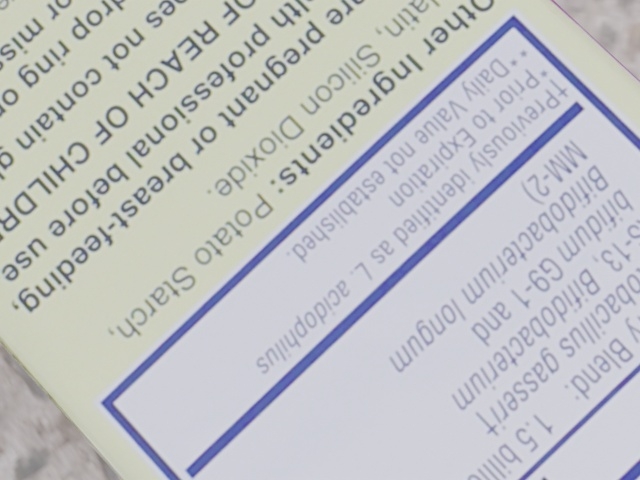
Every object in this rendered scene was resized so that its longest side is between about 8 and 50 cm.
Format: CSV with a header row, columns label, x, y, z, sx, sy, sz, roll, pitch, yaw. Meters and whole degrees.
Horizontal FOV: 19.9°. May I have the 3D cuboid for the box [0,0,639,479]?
label,x,y,z,sx,sy,sz,roll,pitch,yaw
box,0.000,0.000,0.425,0.117,0.213,0.243,-43,78,-2
